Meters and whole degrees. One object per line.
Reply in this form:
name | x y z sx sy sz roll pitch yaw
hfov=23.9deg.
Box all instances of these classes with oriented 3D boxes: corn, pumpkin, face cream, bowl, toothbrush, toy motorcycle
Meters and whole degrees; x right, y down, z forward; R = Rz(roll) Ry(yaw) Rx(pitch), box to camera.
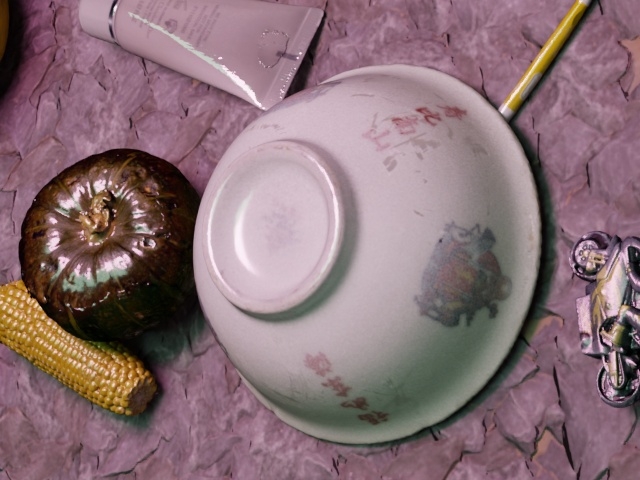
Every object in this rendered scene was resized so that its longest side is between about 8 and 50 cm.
corn | -0.308 0.131 1.857 0.260 0.091 0.091 30 63 28
pumpkin | -0.249 0.002 1.787 0.238 0.159 0.238 -10 57 15
face cream | -0.155 -0.256 1.847 0.314 0.089 0.143 18 74 29
bowl | 0.000 0.000 1.620 0.435 0.196 0.434 -6 79 34
toothbrush | 0.269 -0.234 1.613 0.024 0.021 0.288 43 104 41
toy motorcycle | 0.314 0.067 1.500 0.124 0.061 0.193 -25 59 33

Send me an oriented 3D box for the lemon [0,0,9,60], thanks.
lemon | -0.577 -0.291 1.974 0.348 0.348 0.348 -7 76 31
